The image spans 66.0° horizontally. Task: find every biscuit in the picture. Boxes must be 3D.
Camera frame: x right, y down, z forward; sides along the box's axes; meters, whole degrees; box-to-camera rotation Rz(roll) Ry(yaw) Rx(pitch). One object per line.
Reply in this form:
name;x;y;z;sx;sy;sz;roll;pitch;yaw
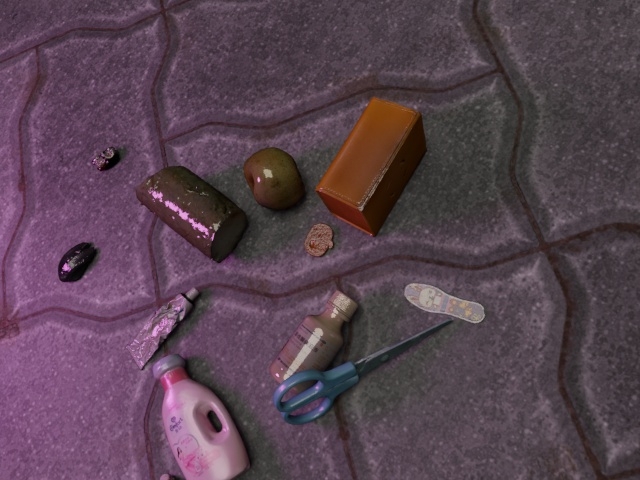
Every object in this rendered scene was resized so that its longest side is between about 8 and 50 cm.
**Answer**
biscuit;0.000;0.000;1.285;0.078;0.015;0.091;25;81;18

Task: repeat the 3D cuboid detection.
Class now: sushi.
sushi;-0.657;-0.247;1.520;0.083;0.044;0.046;-39;90;2

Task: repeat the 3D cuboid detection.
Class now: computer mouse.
computer mouse;-0.715;0.062;1.430;0.079;0.047;0.135;37;83;20

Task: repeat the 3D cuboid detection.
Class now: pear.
pear;-0.122;-0.164;1.293;0.137;0.167;0.167;-22;69;-11

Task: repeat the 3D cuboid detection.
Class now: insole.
insole;0.293;0.149;1.171;0.197;0.004;0.065;18;79;19

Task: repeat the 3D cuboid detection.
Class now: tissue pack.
tissue pack;0.129;-0.180;1.211;0.145;0.194;0.274;28;81;20

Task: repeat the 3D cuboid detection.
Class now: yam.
yam;-0.343;-0.084;1.319;0.304;0.168;0.168;37;85;20

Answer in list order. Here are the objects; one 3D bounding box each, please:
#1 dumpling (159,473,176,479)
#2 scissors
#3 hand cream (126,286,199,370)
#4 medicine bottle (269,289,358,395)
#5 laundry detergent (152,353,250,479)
dumpling;-0.338;0.632;1.130;0.199;0.118;0.136;31;93;48
scissors;0.107;0.282;1.118;0.447;0.192;0.029;-26;46;-8
hand cream;-0.415;0.224;1.306;0.257;0.050;0.084;-46;71;1
medicine bottle;-0.006;0.235;1.162;0.114;0.114;0.252;35;84;21
laundry detergent;-0.304;0.431;1.191;0.159;0.088;0.335;-33;68;-3
